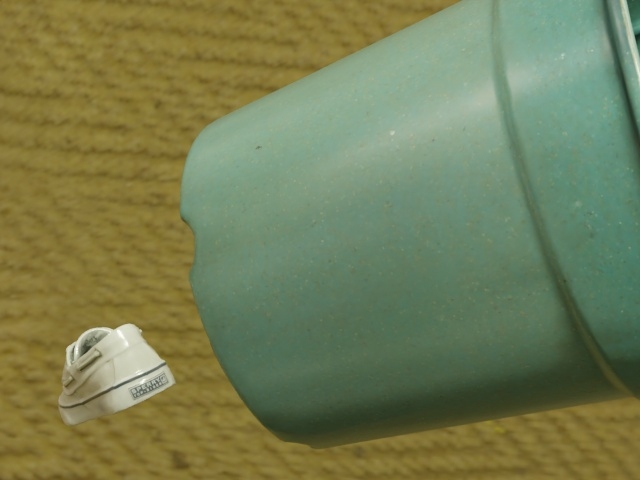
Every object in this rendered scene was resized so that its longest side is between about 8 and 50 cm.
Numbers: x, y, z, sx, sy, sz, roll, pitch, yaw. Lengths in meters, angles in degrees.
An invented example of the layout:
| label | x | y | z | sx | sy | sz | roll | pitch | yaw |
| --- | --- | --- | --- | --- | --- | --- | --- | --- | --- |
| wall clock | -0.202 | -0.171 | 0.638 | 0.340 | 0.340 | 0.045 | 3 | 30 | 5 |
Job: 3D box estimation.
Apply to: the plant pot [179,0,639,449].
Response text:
| label | x | y | z | sx | sy | sz | roll | pitch | yaw |
| --- | --- | --- | --- | --- | --- | --- | --- | --- | --- |
| plant pot | 0.106 | -0.015 | 1.041 | 0.341 | 0.334 | 0.341 | 49 | 31 | -44 |

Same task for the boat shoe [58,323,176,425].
| label | x | y | z | sx | sy | sz | roll | pitch | yaw |
| --- | --- | --- | --- | --- | --- | --- | --- | --- | --- |
| boat shoe | -0.215 | 0.128 | 1.520 | 0.095 | 0.258 | 0.084 | -26 | 91 | -29 |
